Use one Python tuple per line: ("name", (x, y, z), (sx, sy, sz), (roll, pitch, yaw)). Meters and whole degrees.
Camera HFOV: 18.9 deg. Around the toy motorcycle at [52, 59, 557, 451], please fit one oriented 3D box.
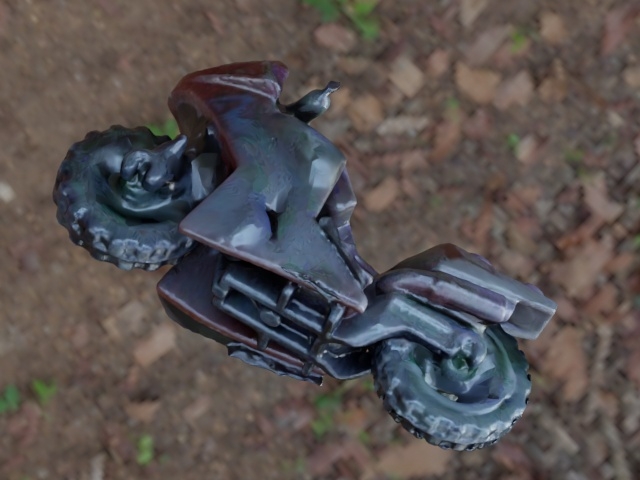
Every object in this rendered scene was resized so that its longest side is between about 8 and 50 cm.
("toy motorcycle", (0.000, 0.000, 0.797), (0.122, 0.213, 0.082), (-58, 177, -31))
